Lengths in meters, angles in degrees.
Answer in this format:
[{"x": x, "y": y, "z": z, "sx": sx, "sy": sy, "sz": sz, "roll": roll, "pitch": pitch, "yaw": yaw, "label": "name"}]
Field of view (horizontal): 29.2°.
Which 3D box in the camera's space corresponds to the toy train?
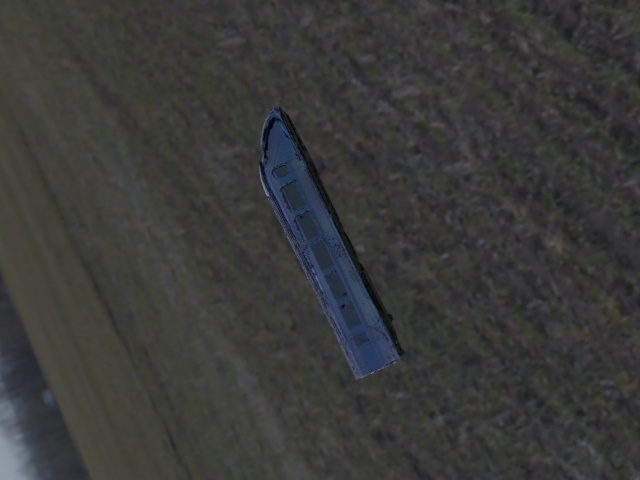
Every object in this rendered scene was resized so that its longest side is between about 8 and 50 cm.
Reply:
[{"x": 0.000, "y": 0.000, "z": 0.362, "sx": 0.083, "sy": 0.017, "sz": 0.017, "roll": 64, "pitch": -171, "yaw": 4, "label": "toy train"}]
